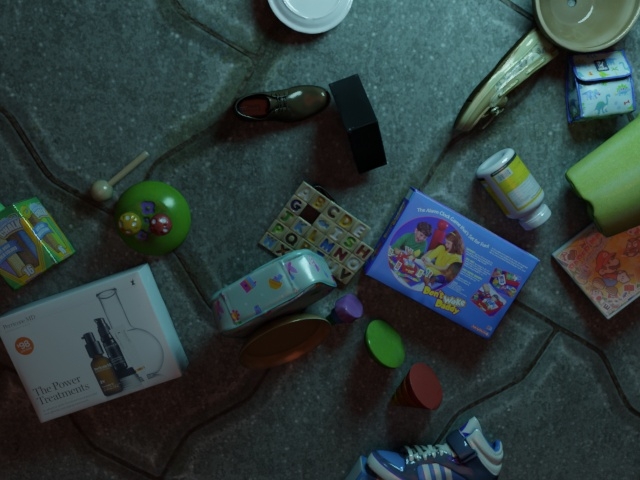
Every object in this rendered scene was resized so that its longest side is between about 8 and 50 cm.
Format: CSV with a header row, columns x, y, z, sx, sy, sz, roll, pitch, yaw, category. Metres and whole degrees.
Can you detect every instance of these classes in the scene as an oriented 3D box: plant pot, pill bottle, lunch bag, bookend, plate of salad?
x,y,z,sx,sy,sz,roll,pitch,yaw,category
0.708,-0.142,1.413,0.254,0.276,0.276,-32,101,17,plant pot
0.457,-0.117,1.477,0.103,0.103,0.184,-38,100,7,pill bottle
0.635,-0.355,1.439,0.129,0.096,0.151,-6,90,1,lunch bag
0.087,-0.266,1.446,0.072,0.156,0.157,-19,58,3,bookend
0.572,-0.533,1.388,0.237,0.110,0.237,0,101,-2,plant pot
-0.110,0.127,1.459,0.279,0.224,0.108,-29,77,11,lunch bag
-0.024,-0.562,1.404,0.200,0.048,0.199,-1,96,-10,plate of salad
-0.088,0.238,1.509,0.236,0.236,0.032,-28,62,5,plant pot

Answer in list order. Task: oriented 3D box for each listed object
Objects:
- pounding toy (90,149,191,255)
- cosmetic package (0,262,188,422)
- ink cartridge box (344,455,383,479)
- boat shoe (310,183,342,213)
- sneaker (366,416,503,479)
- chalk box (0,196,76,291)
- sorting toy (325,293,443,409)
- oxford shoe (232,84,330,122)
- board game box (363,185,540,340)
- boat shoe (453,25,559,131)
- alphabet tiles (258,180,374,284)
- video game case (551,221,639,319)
x,y,z,sx,sy,sz,roll,pitch,yaw,category
-0.418,-0.066,1.470,0.183,0.110,0.237,-33,101,6,pounding toy
-0.555,0.251,1.545,0.377,0.097,0.284,-19,99,3,cosmetic package
0.153,0.678,1.652,0.191,0.082,0.139,30,100,-5,ink cartridge box
0.020,-0.079,1.511,0.049,0.042,0.133,-39,101,4,boat shoe
0.306,0.537,1.613,0.323,0.130,0.236,25,91,-1,sneaker
-0.702,-0.015,1.466,0.132,0.132,0.213,-31,102,6,chalk box
0.142,0.298,1.579,0.365,0.127,0.126,47,127,-7,sorting toy
-0.088,-0.306,1.433,0.227,0.096,0.082,-11,100,0,oxford shoe
0.313,0.056,1.524,0.347,0.078,0.233,29,100,-7,board game box
0.418,-0.349,1.427,0.089,0.104,0.285,40,98,-6,boat shoe
0.000,0.000,1.520,0.237,0.009,0.198,35,112,-7,alphabet tiles
0.719,0.043,1.529,0.227,0.026,0.206,-40,84,7,video game case
